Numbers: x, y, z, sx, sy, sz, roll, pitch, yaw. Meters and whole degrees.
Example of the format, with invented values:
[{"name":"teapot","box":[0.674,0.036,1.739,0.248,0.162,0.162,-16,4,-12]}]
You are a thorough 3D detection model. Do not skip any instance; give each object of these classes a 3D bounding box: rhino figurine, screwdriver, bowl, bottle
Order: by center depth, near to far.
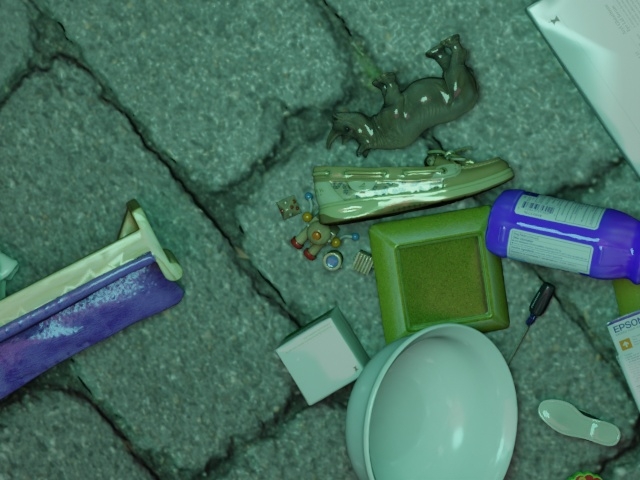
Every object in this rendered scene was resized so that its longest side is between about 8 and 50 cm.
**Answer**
[{"name":"bottle","box":[0.376,0.001,1.565,0.283,0.118,0.092,13,111,18]},{"name":"rhino figurine","box":[0.113,-0.189,1.617,0.243,0.073,0.106,-28,92,12]},{"name":"bowl","box":[0.136,0.259,1.626,0.134,0.298,0.298,4,104,52]},{"name":"screwdriver","box":[0.298,0.135,1.677,0.025,0.024,0.170,40,111,30]}]

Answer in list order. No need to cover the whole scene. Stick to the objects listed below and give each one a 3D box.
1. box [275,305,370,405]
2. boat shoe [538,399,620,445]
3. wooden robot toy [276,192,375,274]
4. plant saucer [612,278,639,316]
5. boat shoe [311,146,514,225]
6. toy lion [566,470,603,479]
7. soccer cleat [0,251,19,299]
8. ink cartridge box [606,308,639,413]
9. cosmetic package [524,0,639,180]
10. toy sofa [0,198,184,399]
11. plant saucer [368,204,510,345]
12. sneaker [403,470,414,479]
[{"name":"box","box":[0.005,0.170,1.682,0.101,0.087,0.102,-31,95,11]},{"name":"boat shoe","box":[0.380,0.269,1.677,0.125,0.038,0.046,18,82,3]},{"name":"wooden robot toy","box":[0.000,0.000,1.659,0.173,0.079,0.076,41,102,0]},{"name":"plant saucer","box":[0.605,0.131,1.604,0.332,0.081,0.333,-13,98,9]},{"name":"boat shoe","box":[0.132,-0.088,1.606,0.285,0.104,0.089,-11,86,-6]},{"name":"toy lion","box":[0.398,0.401,1.702,0.096,0.034,0.100,-39,93,4]},{"name":"soccer cleat","box":[-0.549,0.025,1.729,0.143,0.116,0.331,-31,98,-2]},{"name":"ink cartridge box","box":[0.531,0.170,1.555,0.223,0.045,0.224,-21,95,10]},{"name":"cosmetic package","box":[0.500,-0.244,1.545,0.284,0.097,0.377,-34,94,10]},{"name":"toy sofa","box":[-0.374,0.099,1.633,0.362,0.150,0.177,-28,101,-8]},{"name":"plant saucer","box":[0.176,0.056,1.646,0.188,0.045,0.188,-9,98,-2]},{"name":"sneaker","box":[0.180,0.463,1.722,0.123,0.106,0.290,-18,88,-25]}]
